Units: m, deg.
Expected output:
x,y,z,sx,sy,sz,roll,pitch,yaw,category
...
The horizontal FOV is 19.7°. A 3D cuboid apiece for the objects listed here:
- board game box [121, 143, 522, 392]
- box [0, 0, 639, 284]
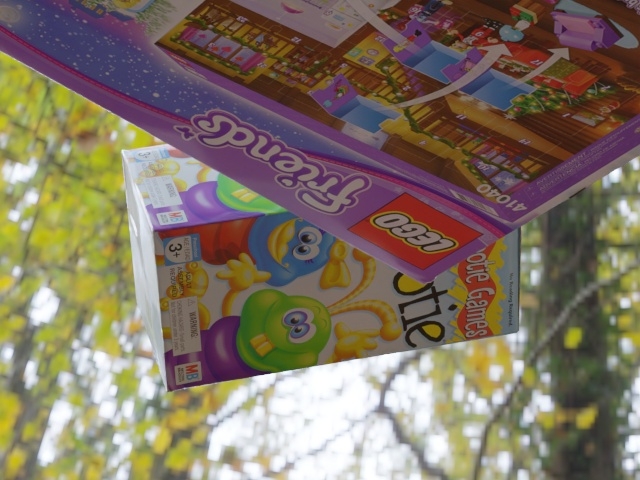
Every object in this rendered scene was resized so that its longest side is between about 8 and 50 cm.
x,y,z,sx,sy,sz,roll,pitch,yaw,category
0.000,0.000,1.406,0.275,0.144,0.142,-9,-60,-12,board game box
-0.013,-0.104,0.625,0.293,0.057,0.201,29,-38,-24,box
